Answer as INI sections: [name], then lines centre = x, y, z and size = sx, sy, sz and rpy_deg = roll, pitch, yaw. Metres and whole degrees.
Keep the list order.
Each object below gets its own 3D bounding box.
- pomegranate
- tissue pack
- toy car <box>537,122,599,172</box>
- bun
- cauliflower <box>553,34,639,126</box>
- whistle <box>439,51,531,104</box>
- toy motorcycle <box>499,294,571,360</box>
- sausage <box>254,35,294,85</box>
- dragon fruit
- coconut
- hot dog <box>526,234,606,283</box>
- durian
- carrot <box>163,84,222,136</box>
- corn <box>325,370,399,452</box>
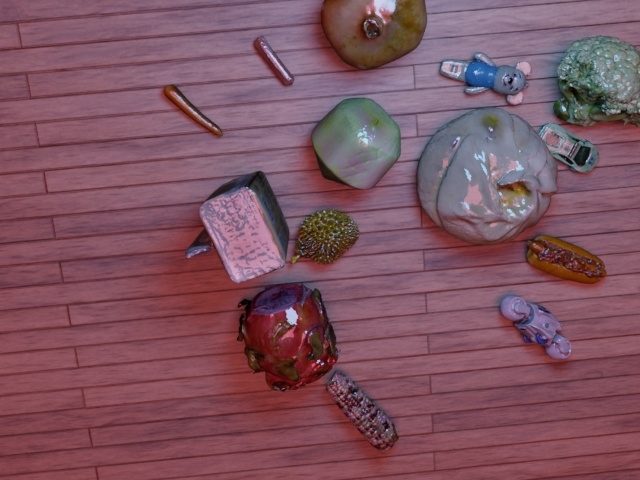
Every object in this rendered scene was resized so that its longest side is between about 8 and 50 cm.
[pomegranate]
centre = 0.128, -0.528, 1.550
size = 0.252, 0.270, 0.229
rpy_deg = -14, 111, 8
[tissue pack]
centre = -0.213, -0.029, 1.627
size = 0.238, 0.305, 0.238
rpy_deg = 0, 104, 0
[toy car]
centre = 0.665, -0.247, 1.742
size = 0.186, 0.058, 0.093
rpy_deg = 27, 98, -8
[bun]
centre = 0.432, -0.156, 1.671
size = 0.365, 0.219, 0.365
rpy_deg = -1, 99, -3
[cauliflower]
centre = 0.705, -0.376, 1.643
size = 0.275, 0.272, 0.250
rpy_deg = 50, 127, 3
[whistle]
centre = 0.427, -0.426, 1.684
size = 0.236, 0.077, 0.114
rpy_deg = 12, 108, -3
[toy motorcycle]
centre = 0.613, 0.236, 1.835
size = 0.254, 0.112, 0.112
rpy_deg = 41, 98, -11
[sausage]
centre = -0.118, -0.459, 1.675
size = 0.030, 0.035, 0.147
rpy_deg = -30, 103, 37
[dragon fruit]
centre = -0.082, 0.270, 1.735
size = 0.269, 0.250, 0.291
rpy_deg = -12, 118, 5
[coconut]
centre = 0.087, -0.233, 1.648
size = 0.236, 0.204, 0.236
rpy_deg = -3, 132, -3
[hot dog]
centre = 0.677, 0.057, 1.800
size = 0.249, 0.076, 0.102
rpy_deg = 22, 104, -8
[durian]
centre = 0.000, 0.000, 1.748
size = 0.208, 0.102, 0.146
rpy_deg = -33, 107, 9
[carrot]
centre = -0.329, -0.333, 1.694
size = 0.190, 0.037, 0.037
rpy_deg = 41, 98, -14
[corn]
centre = 0.116, 0.493, 1.866
size = 0.092, 0.092, 0.280
rpy_deg = -42, 98, 6
